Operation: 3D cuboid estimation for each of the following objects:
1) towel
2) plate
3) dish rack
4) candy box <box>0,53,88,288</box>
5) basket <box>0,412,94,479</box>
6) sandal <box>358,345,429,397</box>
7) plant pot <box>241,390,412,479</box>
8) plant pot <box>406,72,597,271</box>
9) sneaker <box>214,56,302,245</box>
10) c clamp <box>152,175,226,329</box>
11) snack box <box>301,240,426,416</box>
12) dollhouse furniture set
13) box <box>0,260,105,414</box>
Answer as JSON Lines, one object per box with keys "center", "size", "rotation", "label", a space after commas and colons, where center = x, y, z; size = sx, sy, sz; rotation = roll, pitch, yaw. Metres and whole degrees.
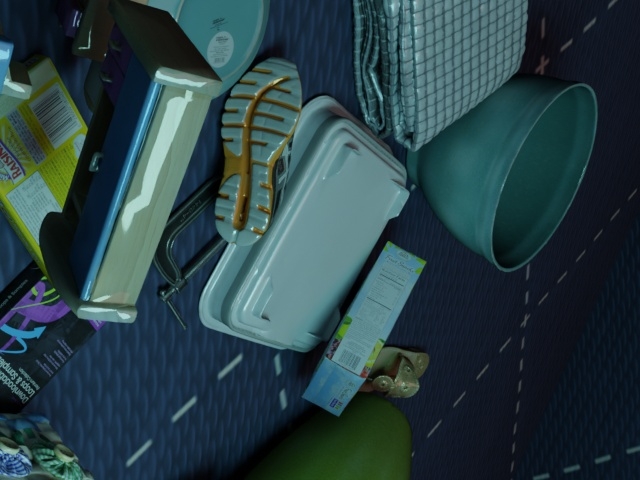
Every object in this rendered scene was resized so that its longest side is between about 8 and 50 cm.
{"center": [0.148, -0.290, 1.188], "size": [0.235, 0.121, 0.283], "rotation": [-35, 137, -27], "label": "towel"}
{"center": [-0.109, -0.224, 0.950], "size": [0.188, 0.024, 0.188], "rotation": [-36, 140, -38], "label": "plate"}
{"center": [0.000, 0.000, 1.245], "size": [0.332, 0.072, 0.285], "rotation": [-61, 150, 0], "label": "dish rack"}
{"center": [-0.246, -0.056, 0.851], "size": [0.105, 0.027, 0.205], "rotation": [-44, 137, -26], "label": "candy box"}
{"center": [-0.293, 0.287, 0.806], "size": [0.201, 0.288, 0.255], "rotation": [-34, 155, 12], "label": "basket"}
{"center": [0.147, 0.237, 1.635], "size": [0.240, 0.079, 0.088], "rotation": [1, 113, -56], "label": "sandal"}
{"center": [0.026, 0.378, 1.431], "size": [0.293, 0.275, 0.274], "rotation": [-54, 152, -44], "label": "plant pot"}
{"center": [0.255, -0.127, 1.396], "size": [0.293, 0.196, 0.293], "rotation": [-36, 141, -36], "label": "plant pot"}
{"center": [-0.068, -0.101, 1.056], "size": [0.083, 0.084, 0.214], "rotation": [-9, 115, -77], "label": "sneaker"}
{"center": [-0.141, 0.006, 1.089], "size": [0.160, 0.022, 0.137], "rotation": [-50, 141, -19], "label": "c clamp"}
{"center": [0.061, 0.128, 1.335], "size": [0.207, 0.070, 0.174], "rotation": [-61, 177, -29], "label": "snack box"}
{"center": [-0.270, -0.103, 0.653], "size": [0.304, 0.286, 0.198], "rotation": [10, 117, -32], "label": "dollhouse furniture set"}
{"center": [-0.290, 0.096, 0.928], "size": [0.162, 0.029, 0.116], "rotation": [-48, 146, -20], "label": "box"}
